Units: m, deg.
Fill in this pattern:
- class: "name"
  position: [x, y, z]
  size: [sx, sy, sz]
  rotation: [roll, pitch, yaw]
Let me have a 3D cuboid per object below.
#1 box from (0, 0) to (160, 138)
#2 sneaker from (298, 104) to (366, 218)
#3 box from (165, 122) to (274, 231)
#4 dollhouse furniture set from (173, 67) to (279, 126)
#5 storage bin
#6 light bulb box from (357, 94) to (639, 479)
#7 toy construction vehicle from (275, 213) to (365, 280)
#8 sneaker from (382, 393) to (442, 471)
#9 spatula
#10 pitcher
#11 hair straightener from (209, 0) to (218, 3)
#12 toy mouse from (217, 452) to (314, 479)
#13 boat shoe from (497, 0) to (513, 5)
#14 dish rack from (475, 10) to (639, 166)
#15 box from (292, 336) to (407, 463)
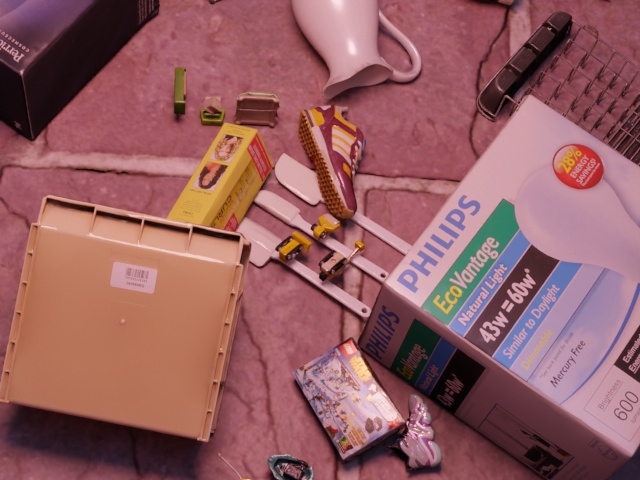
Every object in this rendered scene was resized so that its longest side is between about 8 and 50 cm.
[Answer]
- class: "box"
  position: [-0.428, -0.355, 1.870]
  size: [0.296, 0.183, 0.294]
  rotation: [33, 66, 10]
- class: "sneaker"
  position: [0.033, -0.116, 1.865]
  size: [0.084, 0.069, 0.185]
  rotation: [-12, 62, -16]
- class: "box"
  position: [-0.147, -0.043, 1.796]
  size: [0.058, 0.087, 0.232]
  rotation: [14, 59, 26]
- class: "dollhouse furniture set"
  position: [-0.132, -0.205, 1.890]
  size: [0.151, 0.076, 0.059]
  rotation: [2, 64, -5]
- class: "storage bin"
  position: [-0.237, 0.094, 1.642]
  size: [0.262, 0.123, 0.260]
  rotation: [12, 92, -1]
- class: "light bulb box"
  position: [0.300, 0.073, 1.724]
  size: [0.361, 0.225, 0.358]
  rotation: [34, 65, 9]
- class: "toy construction vehicle"
  position: [0.000, 0.014, 1.806]
  size: [0.086, 0.035, 0.098]
  rotation: [35, 57, 22]
- class: "sneaker"
  position: [0.111, 0.249, 1.716]
  size: [0.069, 0.038, 0.098]
  rotation: [-12, 66, -13]
- class: "spatula"
  position: [0.000, 0.000, 1.840]
  size: [0.242, 0.019, 0.168]
  rotation: [34, 59, 9]
- class: "pitcher"
  position: [0.052, -0.321, 1.957]
  size: [0.177, 0.125, 0.207]
  rotation: [-9, 74, -34]
- class: "hair straightener"
  position: [-0.133, -0.459, 2.040]
  size: [0.089, 0.047, 0.230]
  rotation: [22, 68, 4]
- class: "toy mouse"
  position: [-0.040, 0.326, 1.663]
  size: [0.143, 0.031, 0.161]
  rotation: [-13, 66, -13]
- class: "boat shoe"
  position: [0.268, -0.518, 2.076]
  size: [0.096, 0.116, 0.324]
  rotation: [9, 69, -6]
- class: "dish rack"
  position: [0.391, -0.202, 1.959]
  size: [0.271, 0.074, 0.208]
  rotation: [38, 67, 10]
- class: "box"
  position: [0.037, 0.204, 1.718]
  size: [0.094, 0.027, 0.137]
  rotation: [-31, 66, -3]
